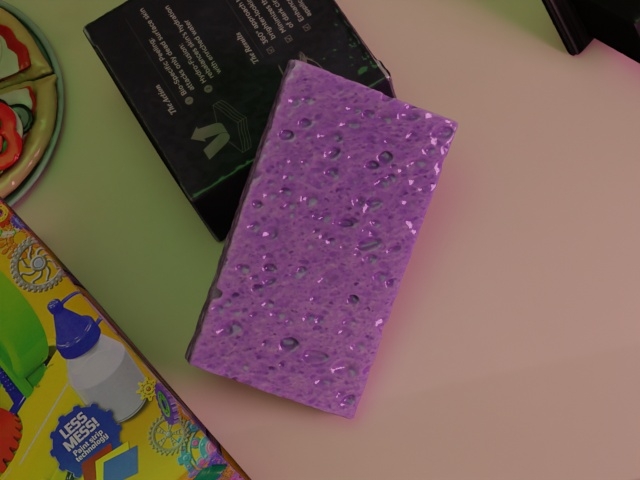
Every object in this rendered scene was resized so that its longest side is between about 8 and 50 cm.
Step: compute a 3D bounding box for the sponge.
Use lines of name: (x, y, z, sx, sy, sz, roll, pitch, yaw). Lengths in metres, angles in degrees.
sponge: (0.000, 0.000, 1.269, 0.117, 0.031, 0.210, 19, 94, -10)

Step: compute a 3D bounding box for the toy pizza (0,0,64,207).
toy pizza: (-0.285, -0.094, 1.415, 0.201, 0.032, 0.201, -3, 70, 10)

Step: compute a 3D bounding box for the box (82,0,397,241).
box: (-0.051, -0.112, 1.342, 0.158, 0.093, 0.156, -32, 69, -2)

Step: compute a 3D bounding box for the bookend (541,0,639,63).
bookend: (0.259, -0.168, 1.289, 0.156, 0.072, 0.157, -48, 51, -8)

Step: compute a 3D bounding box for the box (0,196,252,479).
box: (-0.237, 0.152, 1.242, 0.290, 0.177, 0.279, -42, 68, -5)
